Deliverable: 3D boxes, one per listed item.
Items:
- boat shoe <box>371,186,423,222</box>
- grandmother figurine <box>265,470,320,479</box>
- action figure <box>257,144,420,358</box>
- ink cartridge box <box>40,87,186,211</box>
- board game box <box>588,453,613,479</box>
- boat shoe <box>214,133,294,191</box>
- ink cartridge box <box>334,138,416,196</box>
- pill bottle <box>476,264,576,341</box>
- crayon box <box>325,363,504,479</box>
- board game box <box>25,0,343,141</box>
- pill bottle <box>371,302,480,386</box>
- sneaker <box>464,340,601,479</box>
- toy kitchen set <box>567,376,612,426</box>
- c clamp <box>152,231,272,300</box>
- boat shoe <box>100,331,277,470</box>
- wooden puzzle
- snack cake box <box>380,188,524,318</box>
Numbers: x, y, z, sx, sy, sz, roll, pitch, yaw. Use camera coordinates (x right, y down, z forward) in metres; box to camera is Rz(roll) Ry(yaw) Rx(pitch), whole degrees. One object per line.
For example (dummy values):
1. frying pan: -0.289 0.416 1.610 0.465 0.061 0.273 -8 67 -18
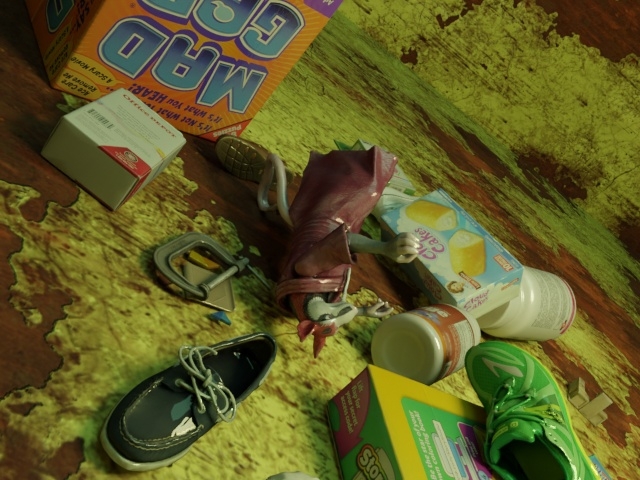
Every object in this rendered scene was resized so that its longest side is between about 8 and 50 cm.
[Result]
1. boat shoe: 0.210 -0.049 1.562 0.258 0.095 0.084 7 46 -35
2. grandmother figurine: 0.003 0.368 0.604 0.208 0.104 0.342 32 29 -41
3. action figure: 0.000 0.000 1.028 0.276 0.248 0.370 16 46 2
4. ink cartridge box: -0.287 -0.134 0.985 0.127 0.072 0.175 39 26 -7
5. board game box: 0.463 0.457 1.177 0.210 0.047 0.160 10 40 -48
6. boat shoe: -0.125 -0.146 1.255 0.178 0.064 0.060 26 25 -44
7. ink cartridge box: 0.130 -0.180 1.664 0.109 0.062 0.209 12 39 -46
8. pill bottle: 0.415 0.130 1.479 0.283 0.160 0.160 13 38 -46
9. crayon box: 0.185 0.362 0.861 0.313 0.106 0.363 25 30 -31
10. board game box: -0.249 -0.445 1.189 0.356 0.356 0.356 13 38 -46
11. pill bottle: 0.183 0.167 1.138 0.121 0.121 0.216 53 27 19
12. sneaker: 0.271 0.245 0.915 0.124 0.109 0.295 26 28 -39
13. toy kitchen set: 0.600 0.344 1.521 0.083 0.068 0.075 45 26 3
14. c clamp: -0.149 0.039 0.946 0.137 0.022 0.161 44 28 10
15. boat shoe: -0.128 0.163 0.749 0.095 0.079 0.254 50 26 14
16. wooden puzzle: -0.152 0.065 0.943 0.079 0.014 0.116 25 30 -25
17. snack cake box: 0.248 0.029 1.349 0.152 0.089 0.264 -24 49 -16
